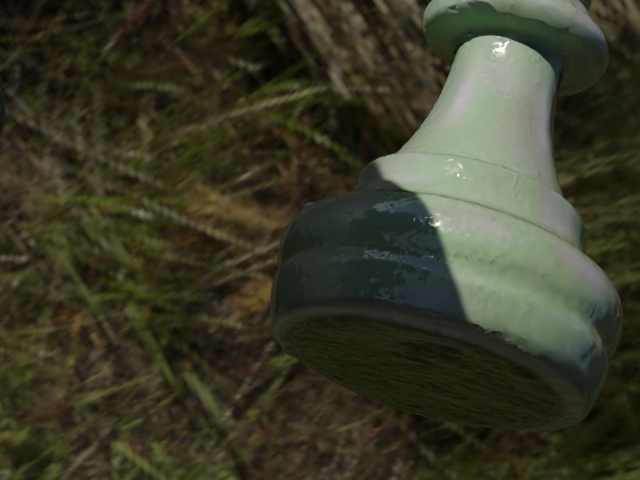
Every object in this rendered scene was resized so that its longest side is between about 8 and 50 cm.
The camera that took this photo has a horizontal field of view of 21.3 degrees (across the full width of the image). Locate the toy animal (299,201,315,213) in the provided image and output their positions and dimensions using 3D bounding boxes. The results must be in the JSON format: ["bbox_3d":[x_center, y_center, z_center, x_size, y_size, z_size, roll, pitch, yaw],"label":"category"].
[{"bbox_3d":[0.000,0.000,1.542,0.028,0.050,0.084,43,42,-59],"label":"toy animal"}]

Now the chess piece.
[{"bbox_3d":[0.076,-0.068,0.710,0.139,0.139,0.271,26,67,-25],"label":"chess piece"}]

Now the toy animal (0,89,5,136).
[{"bbox_3d":[-0.253,-0.003,1.022,0.082,0.137,0.269,20,54,-21],"label":"toy animal"}]
